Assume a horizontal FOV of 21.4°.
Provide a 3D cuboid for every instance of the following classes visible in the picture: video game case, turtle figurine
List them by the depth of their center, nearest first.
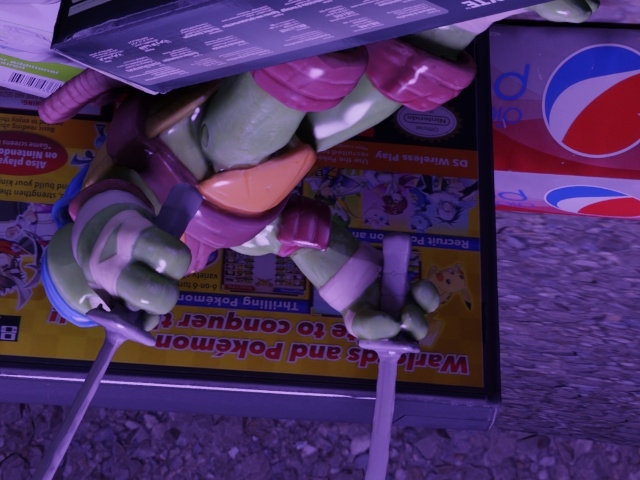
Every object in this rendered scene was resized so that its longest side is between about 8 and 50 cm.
[{"bbox_3d":[0.000,0.000,0.680,0.198,0.274,0.266,25,124,-28],"label":"turtle figurine"},{"bbox_3d":[-0.050,-0.029,0.853,0.275,0.248,0.035,4,148,-4],"label":"video game case"}]

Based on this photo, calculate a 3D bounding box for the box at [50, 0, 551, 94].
[{"bbox_3d":[0.006,-0.148,0.533,0.051,0.175,0.220,20,163,-36],"label":"box"}]

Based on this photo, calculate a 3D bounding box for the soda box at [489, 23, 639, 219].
[{"bbox_3d":[0.124,-0.066,0.957,0.263,0.092,0.083,5,167,24],"label":"soda box"}]

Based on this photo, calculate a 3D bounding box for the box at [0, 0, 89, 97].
[{"bbox_3d":[-0.196,-0.168,0.720,0.262,0.126,0.231,15,166,-14],"label":"box"}]
